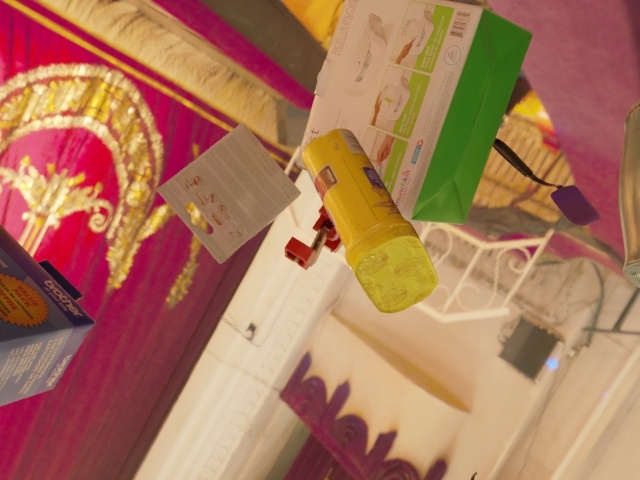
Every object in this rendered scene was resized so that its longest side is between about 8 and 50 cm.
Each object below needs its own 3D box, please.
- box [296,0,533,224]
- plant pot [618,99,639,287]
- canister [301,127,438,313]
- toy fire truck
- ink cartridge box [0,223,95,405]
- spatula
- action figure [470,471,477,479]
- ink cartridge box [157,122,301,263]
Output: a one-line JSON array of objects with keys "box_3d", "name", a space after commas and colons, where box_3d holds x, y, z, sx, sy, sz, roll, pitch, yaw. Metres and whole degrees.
[{"box_3d": [0.111, -0.182, 0.904, 0.127, 0.262, 0.231, 4, -162, -44], "name": "box"}, {"box_3d": [0.562, -0.047, 0.988, 0.271, 0.255, 0.271, 18, 166, 4], "name": "plant pot"}, {"box_3d": [0.048, -0.024, 0.715, 0.126, 0.073, 0.170, 55, -172, -51], "name": "canister"}, {"box_3d": [0.000, 0.000, 1.225, 0.047, 0.135, 0.192, 31, 170, 13], "name": "toy fire truck"}, {"box_3d": [-0.513, 0.098, 0.938, 0.270, 0.151, 0.395, 41, -167, 15], "name": "ink cartridge box"}, {"box_3d": [0.462, -0.133, 1.440, 0.084, 0.030, 0.296, -20, -131, -28], "name": "spatula"}, {"box_3d": [0.311, 0.543, 1.273, 0.276, 0.164, 0.141, 64, 173, -6], "name": "action figure"}, {"box_3d": [-0.136, -0.069, 1.021, 0.145, 0.179, 0.045, 50, 155, -8], "name": "ink cartridge box"}]
